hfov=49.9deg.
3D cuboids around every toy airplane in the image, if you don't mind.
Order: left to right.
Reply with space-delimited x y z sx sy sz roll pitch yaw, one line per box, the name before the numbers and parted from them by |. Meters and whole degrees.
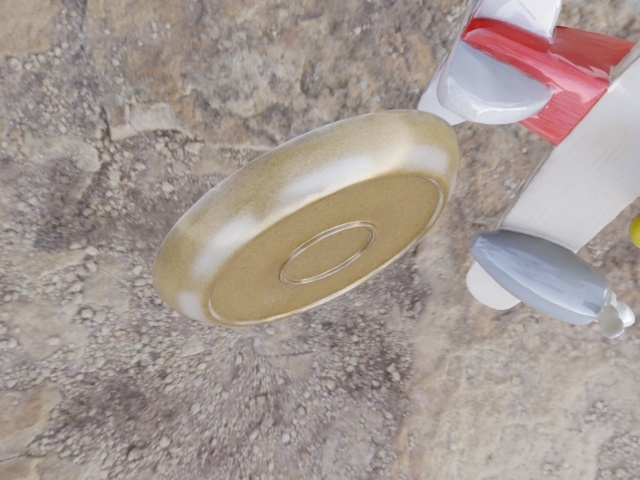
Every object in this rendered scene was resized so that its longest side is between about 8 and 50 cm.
toy airplane | 0.267 -0.072 0.548 0.384 0.386 0.272 -16 52 20

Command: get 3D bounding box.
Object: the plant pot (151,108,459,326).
plant pot | 0.000 0.000 0.485 0.236 0.236 0.032 -25 69 -8
